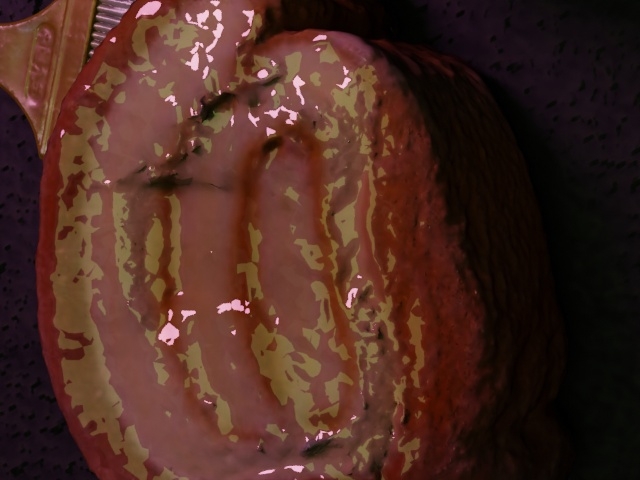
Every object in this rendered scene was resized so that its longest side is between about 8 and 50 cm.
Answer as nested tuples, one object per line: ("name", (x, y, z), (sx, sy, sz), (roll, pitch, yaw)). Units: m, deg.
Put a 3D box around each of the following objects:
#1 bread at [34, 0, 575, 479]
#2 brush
("bread", (-0.012, 0.001, 0.789), (0.190, 0.123, 0.244), (-9, 93, 20))
("brush", (-0.159, -0.087, 0.881), (0.205, 0.011, 0.083), (15, 102, 16))
